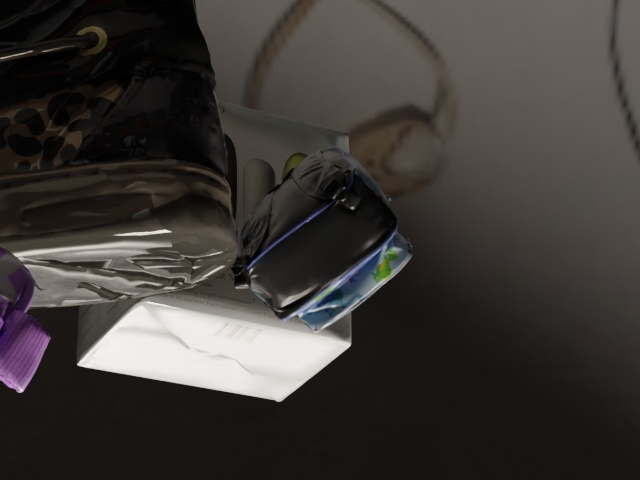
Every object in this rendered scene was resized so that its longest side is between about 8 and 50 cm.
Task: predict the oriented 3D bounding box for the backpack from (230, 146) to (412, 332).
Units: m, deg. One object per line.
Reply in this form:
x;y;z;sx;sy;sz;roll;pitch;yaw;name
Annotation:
0.000;0.000;1.265;0.105;0.114;0.084;-39;108;7;backpack

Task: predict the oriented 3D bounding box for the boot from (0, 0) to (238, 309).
-0.223;-0.113;0.937;0.377;0.138;0.284;-2;74;9;boot

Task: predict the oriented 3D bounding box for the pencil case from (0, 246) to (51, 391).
-0.171;-0.028;0.566;0.206;0.088;0.086;48;45;-32;pencil case

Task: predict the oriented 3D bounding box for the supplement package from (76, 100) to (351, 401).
-0.090;0.005;1.700;0.194;0.149;0.203;12;61;-24;supplement package
